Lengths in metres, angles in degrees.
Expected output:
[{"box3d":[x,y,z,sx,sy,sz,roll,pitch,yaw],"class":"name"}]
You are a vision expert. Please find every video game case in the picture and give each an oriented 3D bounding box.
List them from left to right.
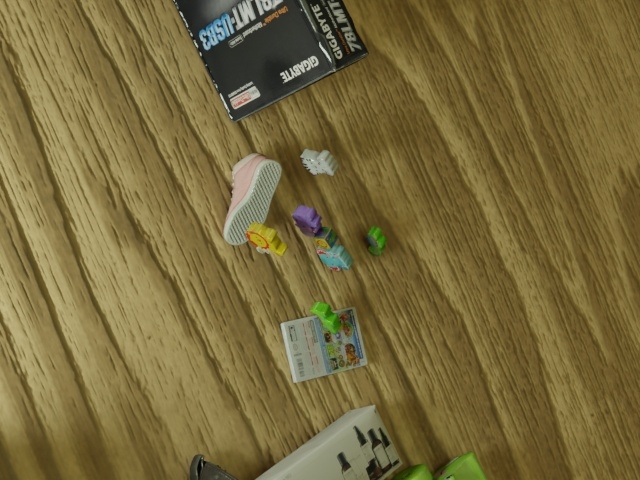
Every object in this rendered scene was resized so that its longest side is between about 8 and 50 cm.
[{"box3d":[0.006,0.148,1.994,0.122,0.011,0.087,-11,86,-30],"class":"video game case"}]

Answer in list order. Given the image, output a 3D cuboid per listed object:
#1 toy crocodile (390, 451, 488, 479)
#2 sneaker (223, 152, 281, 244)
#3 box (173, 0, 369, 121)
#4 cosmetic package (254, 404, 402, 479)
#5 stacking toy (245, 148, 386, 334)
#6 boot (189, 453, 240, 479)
[{"box3d":[0.111,0.404,1.954,0.341,0.105,0.115,-25,94,-30],"class":"toy crocodile"},{"box3d":[-0.103,-0.062,1.954,0.051,0.070,0.134,20,102,-34],"class":"sneaker"},{"box3d":[-0.095,-0.329,1.857,0.073,0.295,0.293,-28,96,-30],"class":"box"},{"box3d":[0.007,0.322,1.905,0.239,0.060,0.098,-31,95,-44],"class":"cosmetic package"},{"box3d":[0.000,0.000,1.970,0.167,0.052,0.221,-57,130,-27],"class":"stacking toy"},{"box3d":[-0.116,0.438,1.836,0.263,0.091,0.229,48,54,-22],"class":"boot"}]
